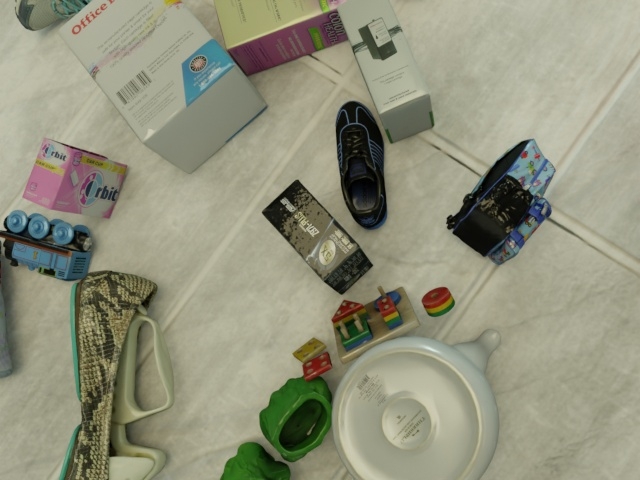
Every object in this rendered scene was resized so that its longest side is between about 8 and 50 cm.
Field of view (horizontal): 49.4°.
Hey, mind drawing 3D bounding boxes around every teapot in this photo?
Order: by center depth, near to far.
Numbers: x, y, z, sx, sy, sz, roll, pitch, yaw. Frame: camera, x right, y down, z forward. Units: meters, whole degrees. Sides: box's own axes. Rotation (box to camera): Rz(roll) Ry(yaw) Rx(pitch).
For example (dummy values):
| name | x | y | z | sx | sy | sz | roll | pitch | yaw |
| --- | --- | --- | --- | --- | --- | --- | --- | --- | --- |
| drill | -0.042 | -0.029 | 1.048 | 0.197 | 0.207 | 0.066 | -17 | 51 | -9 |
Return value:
| name | x | y | z | sx | sy | sz | roll | pitch | yaw |
| --- | --- | --- | --- | --- | --- | --- | --- | --- | --- |
| teapot | 0.145 | 0.265 | 1.028 | 0.256 | 0.187 | 0.252 | -7 | 79 | 18 |

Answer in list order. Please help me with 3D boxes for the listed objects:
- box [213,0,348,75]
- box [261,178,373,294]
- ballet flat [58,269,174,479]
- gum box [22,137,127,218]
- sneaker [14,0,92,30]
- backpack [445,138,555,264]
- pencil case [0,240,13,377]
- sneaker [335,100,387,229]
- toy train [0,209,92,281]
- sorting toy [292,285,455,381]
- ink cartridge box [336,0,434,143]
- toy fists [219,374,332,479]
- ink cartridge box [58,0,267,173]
| name | x | y | z | sx | sy | sz | roll | pitch | yaw |
| --- | --- | --- | --- | --- | --- | --- | --- | --- | --- |
| box | -0.064 | -0.447 | 1.240 | 0.243 | 0.117 | 0.213 | -18 | 76 | 9 |
| box | 0.000 | 0.000 | 1.111 | 0.077 | 0.180 | 0.147 | -43 | 75 | 0 |
| ballet flat | -0.337 | 0.289 | 1.153 | 0.182 | 0.164 | 0.482 | 3 | 78 | -3 |
| gum box | -0.421 | -0.104 | 1.220 | 0.062 | 0.188 | 0.107 | 22 | 92 | 14 |
| sneaker | -0.458 | -0.489 | 1.338 | 0.283 | 0.110 | 0.122 | -37 | 78 | 3 |
| backpack | 0.297 | -0.065 | 1.080 | 0.117 | 0.158 | 0.173 | 40 | 78 | 7 |
| pencil case | -0.625 | 0.124 | 1.255 | 0.114 | 0.124 | 0.273 | -9 | 78 | -11 |
| sneaker | 0.068 | -0.136 | 1.168 | 0.081 | 0.090 | 0.232 | -13 | 78 | 9 |
| toy train | -0.505 | 0.009 | 1.271 | 0.184 | 0.080 | 0.105 | 14 | 89 | 14 |
| sorting toy | 0.069 | 0.122 | 1.097 | 0.275 | 0.132 | 0.046 | -28 | 108 | 6 |
| ink cartridge box | 0.111 | -0.288 | 1.156 | 0.087 | 0.153 | 0.208 | -21 | 75 | 9 |
| toy fists | -0.073 | 0.333 | 1.089 | 0.096 | 0.142 | 0.279 | 33 | 88 | -16 |
| ink cartridge box | -0.269 | -0.297 | 1.214 | 0.198 | 0.197 | 0.270 | -40 | 75 | 3 |
